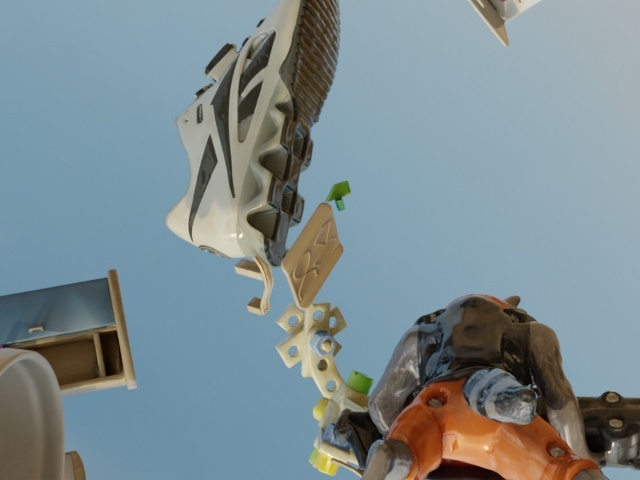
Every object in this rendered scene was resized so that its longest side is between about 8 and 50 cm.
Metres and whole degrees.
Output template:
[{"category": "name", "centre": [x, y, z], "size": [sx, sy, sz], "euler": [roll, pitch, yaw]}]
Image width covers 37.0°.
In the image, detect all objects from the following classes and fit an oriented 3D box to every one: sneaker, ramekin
[{"category": "sneaker", "centre": [-0.073, -0.146, 0.952], "size": [0.122, 0.146, 0.331], "euler": [46, -123, -65]}, {"category": "ramekin", "centre": [-0.269, 0.177, 0.681], "size": [0.109, 0.207, 0.207], "euler": [4, -145, 5]}]

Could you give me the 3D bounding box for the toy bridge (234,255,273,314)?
[{"category": "toy bridge", "centre": [-0.111, 0.047, 1.584], "size": [0.063, 0.188, 0.026], "euler": [15, -137, 34]}]

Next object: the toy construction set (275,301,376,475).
[{"category": "toy construction set", "centre": [0.043, 0.208, 1.205], "size": [0.215, 0.151, 0.328], "euler": [23, -166, -25]}]

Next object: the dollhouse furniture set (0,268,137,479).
[{"category": "dollhouse furniture set", "centre": [-0.293, 0.120, 0.960], "size": [0.198, 0.303, 0.286], "euler": [-11, -108, -11]}]

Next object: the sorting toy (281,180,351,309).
[{"category": "sorting toy", "centre": [0.000, 0.000, 0.650], "size": [0.012, 0.062, 0.083], "euler": [23, -113, 24]}]

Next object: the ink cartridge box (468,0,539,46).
[{"category": "ink cartridge box", "centre": [0.137, -0.246, 0.749], "size": [0.104, 0.060, 0.180], "euler": [42, -147, -31]}]

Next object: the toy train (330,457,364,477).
[{"category": "toy train", "centre": [0.152, 0.219, 0.974], "size": [0.248, 0.105, 0.143], "euler": [29, -105, -1]}]

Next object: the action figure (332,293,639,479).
[{"category": "action figure", "centre": [0.172, 0.126, 0.751], "size": [0.341, 0.179, 0.330], "euler": [-3, -163, 5]}]
